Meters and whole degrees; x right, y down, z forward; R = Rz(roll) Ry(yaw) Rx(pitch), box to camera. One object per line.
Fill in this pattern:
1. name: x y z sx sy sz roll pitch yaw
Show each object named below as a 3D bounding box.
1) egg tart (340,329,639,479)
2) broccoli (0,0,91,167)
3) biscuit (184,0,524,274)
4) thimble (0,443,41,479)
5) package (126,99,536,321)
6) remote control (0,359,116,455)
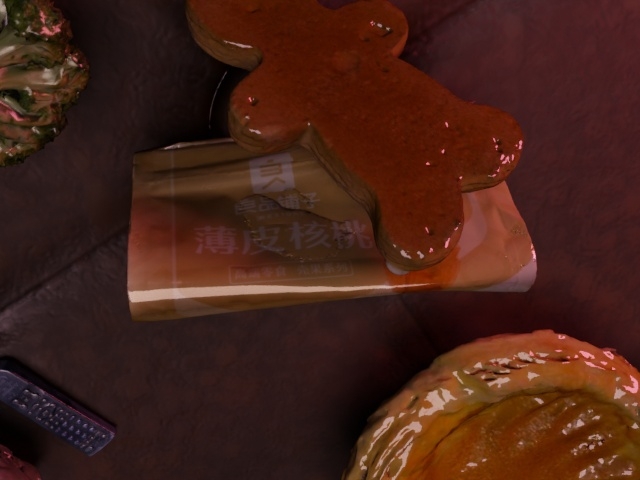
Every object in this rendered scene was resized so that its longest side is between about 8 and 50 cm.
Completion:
1. egg tart: 0.196 0.258 0.780 0.387 0.169 0.388 -3 112 -7
2. broccoli: -0.332 -0.128 0.466 0.321 0.284 0.304 -21 128 23
3. biscuit: 0.014 -0.119 0.560 0.301 0.197 0.049 41 147 10
4. thimble: -0.420 0.308 0.670 0.195 0.291 0.291 36 106 -20
5. package: -0.003 -0.033 0.617 0.311 0.221 0.165 -4 95 -6
6. remote control: -0.289 0.176 0.754 0.043 0.027 0.152 -42 115 6
